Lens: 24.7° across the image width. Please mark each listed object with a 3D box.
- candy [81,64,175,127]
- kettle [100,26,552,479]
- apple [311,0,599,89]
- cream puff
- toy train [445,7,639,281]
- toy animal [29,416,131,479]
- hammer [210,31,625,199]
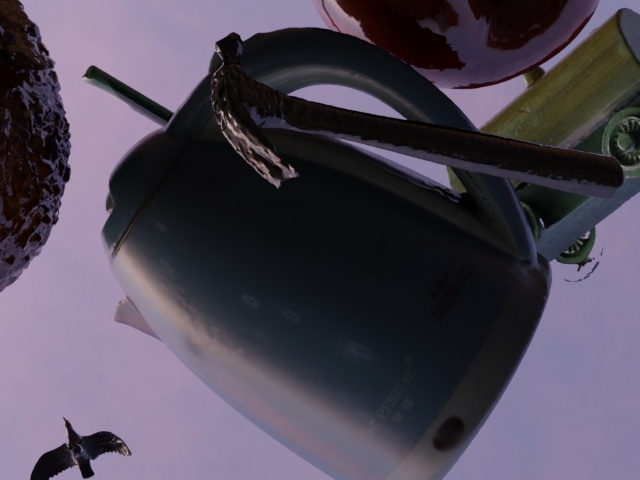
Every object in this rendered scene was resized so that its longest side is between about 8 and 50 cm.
[{"bbox_3d":[-0.058,-0.068,1.517,0.119,0.440,0.119,-36,-143,33],"label":"candy"},{"bbox_3d":[0.000,0.000,1.177,0.342,0.247,0.319,33,-74,-4],"label":"kettle"},{"bbox_3d":[0.112,-0.252,1.219,0.260,0.260,0.216,-31,-133,-1],"label":"apple"},{"bbox_3d":[-0.341,-0.047,1.225,0.350,0.229,0.350,-35,-152,22],"label":"cream puff"},{"bbox_3d":[0.261,-0.089,1.467,0.307,0.126,0.189,-41,-127,36],"label":"toy train"},{"bbox_3d":[-0.198,0.166,1.173,0.084,0.028,0.050,-16,-80,-13],"label":"toy animal"},{"bbox_3d":[0.070,-0.068,0.971,0.297,0.027,0.125,9,-132,-21],"label":"hammer"}]
